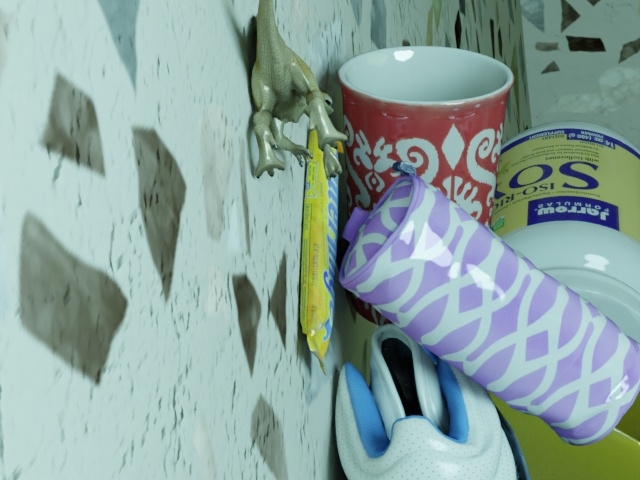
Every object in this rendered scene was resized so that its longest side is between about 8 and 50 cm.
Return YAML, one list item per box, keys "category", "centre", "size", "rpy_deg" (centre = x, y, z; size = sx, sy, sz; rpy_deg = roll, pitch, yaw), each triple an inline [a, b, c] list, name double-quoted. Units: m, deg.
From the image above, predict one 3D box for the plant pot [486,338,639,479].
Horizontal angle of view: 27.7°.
- category: "plant pot"
  centre: [0.214, 0.190, 1.198]
  size: [0.187, 0.212, 0.212]
  rpy_deg: [-61, 180, 22]

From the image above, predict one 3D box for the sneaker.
- category: "sneaker"
  centre: [0.090, 0.153, 0.898]
  size: [0.323, 0.130, 0.236]
  rpy_deg: [-66, 144, -74]

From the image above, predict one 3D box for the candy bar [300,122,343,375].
- category: "candy bar"
  centre: [0.000, 0.000, 0.796]
  size: [0.040, 0.018, 0.162]
  rpy_deg: [60, 30, -62]

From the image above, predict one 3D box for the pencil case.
- category: "pencil case"
  centre: [0.103, 0.045, 0.800]
  size: [0.086, 0.206, 0.088]
  rpy_deg: [-56, -167, -14]

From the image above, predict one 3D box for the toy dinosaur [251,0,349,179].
- category: "toy dinosaur"
  centre: [-0.022, -0.085, 0.696]
  size: [0.183, 0.053, 0.093]
  rpy_deg: [69, 5, -71]

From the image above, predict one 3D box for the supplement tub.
- category: "supplement tub"
  centre: [0.276, 0.040, 1.460]
  size: [0.331, 0.241, 0.241]
  rpy_deg: [-74, 156, -55]

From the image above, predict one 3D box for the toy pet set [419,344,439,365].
- category: "toy pet set"
  centre: [0.086, 0.083, 1.057]
  size: [0.114, 0.065, 0.122]
  rpy_deg: [44, 54, -41]

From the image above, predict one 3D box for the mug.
- category: "mug"
  centre: [0.070, -0.041, 0.885]
  size: [0.150, 0.113, 0.169]
  rpy_deg: [-78, 169, -64]
